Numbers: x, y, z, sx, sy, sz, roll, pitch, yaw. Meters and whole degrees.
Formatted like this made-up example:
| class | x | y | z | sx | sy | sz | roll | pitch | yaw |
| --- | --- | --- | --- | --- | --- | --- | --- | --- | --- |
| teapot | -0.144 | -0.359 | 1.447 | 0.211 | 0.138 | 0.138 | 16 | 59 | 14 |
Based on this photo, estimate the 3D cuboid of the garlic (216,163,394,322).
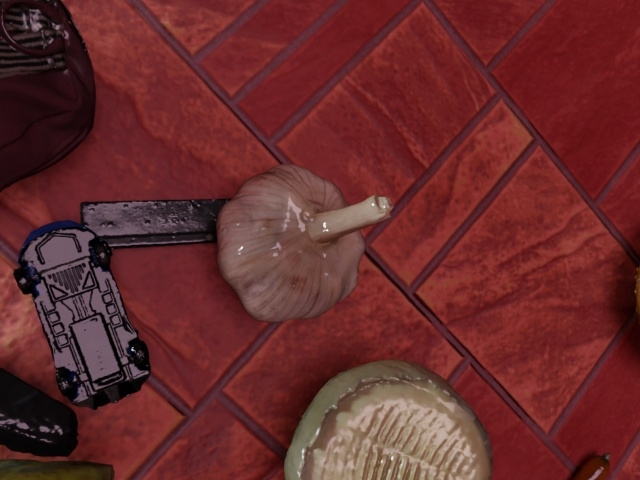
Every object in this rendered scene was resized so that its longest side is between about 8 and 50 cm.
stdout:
| class | x | y | z | sx | sy | sz | roll | pitch | yaw |
| --- | --- | --- | --- | --- | --- | --- | --- | --- | --- |
| garlic | 0.000 | 0.000 | 0.702 | 0.199 | 0.226 | 0.198 | 10 | 75 | -39 |

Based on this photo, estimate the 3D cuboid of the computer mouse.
| class | x | y | z | sx | sy | sz | roll | pitch | yaw |
| --- | --- | --- | --- | --- | --- | --- | --- | --- | --- |
| computer mouse | -0.351 | 0.164 | 0.625 | 0.217 | 0.122 | 0.073 | 35 | 65 | -13 |

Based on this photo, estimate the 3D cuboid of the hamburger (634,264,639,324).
| class | x | y | z | sx | sy | sz | roll | pitch | yaw |
| --- | --- | --- | --- | --- | --- | --- | --- | --- | --- |
| hamburger | 0.634 | 0.089 | 0.960 | 0.301 | 0.176 | 0.299 | 1 | 88 | -21 |

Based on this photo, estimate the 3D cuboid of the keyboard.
| class | x | y | z | sx | sy | sz | roll | pitch | yaw |
| --- | --- | --- | --- | --- | --- | --- | --- | --- | --- |
| keyboard | -0.192 | -0.021 | 0.748 | 0.196 | 0.018 | 0.060 | -3 | 81 | -21 |

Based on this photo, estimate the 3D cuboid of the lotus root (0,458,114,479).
| class | x | y | z | sx | sy | sz | roll | pitch | yaw |
| --- | --- | --- | --- | --- | --- | --- | --- | --- | --- |
| lotus root | -0.361 | 0.331 | 0.559 | 0.347 | 0.250 | 0.250 | 7 | 85 | -15 |

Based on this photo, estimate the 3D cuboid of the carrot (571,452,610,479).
| class | x | y | z | sx | sy | sz | roll | pitch | yaw |
| --- | --- | --- | --- | --- | --- | --- | --- | --- | --- |
| carrot | 0.403 | 0.383 | 0.938 | 0.142 | 0.035 | 0.035 | -43 | 102 | -10 |

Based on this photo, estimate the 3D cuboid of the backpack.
| class | x | y | z | sx | sy | sz | roll | pitch | yaw |
| --- | --- | --- | --- | --- | --- | --- | --- | --- | --- |
| backpack | -0.385 | -0.150 | 0.586 | 0.317 | 0.197 | 0.283 | -28 | 94 | -21 |

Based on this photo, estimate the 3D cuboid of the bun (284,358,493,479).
| class | x | y | z | sx | sy | sz | roll | pitch | yaw |
| --- | --- | --- | --- | --- | --- | --- | --- | --- | --- |
| bun | 0.078 | 0.273 | 0.759 | 0.260 | 0.152 | 0.259 | 1 | 85 | -8 |

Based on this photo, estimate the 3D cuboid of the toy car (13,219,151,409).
| class | x | y | z | sx | sy | sz | roll | pitch | yaw |
| --- | --- | --- | --- | --- | --- | --- | --- | --- | --- |
| toy car | -0.270 | 0.083 | 0.687 | 0.103 | 0.063 | 0.216 | -20 | 94 | -21 |
